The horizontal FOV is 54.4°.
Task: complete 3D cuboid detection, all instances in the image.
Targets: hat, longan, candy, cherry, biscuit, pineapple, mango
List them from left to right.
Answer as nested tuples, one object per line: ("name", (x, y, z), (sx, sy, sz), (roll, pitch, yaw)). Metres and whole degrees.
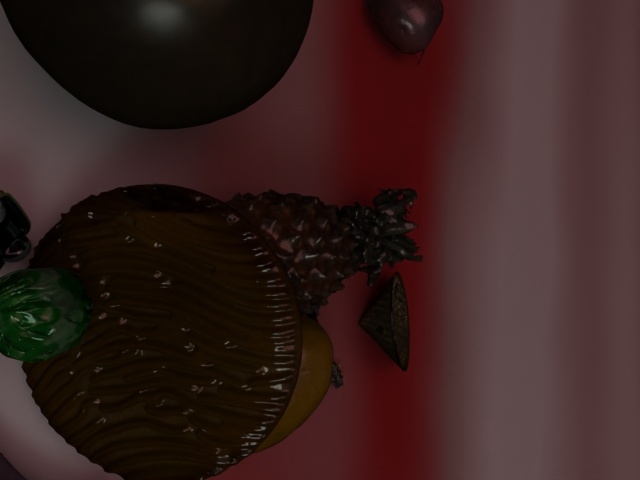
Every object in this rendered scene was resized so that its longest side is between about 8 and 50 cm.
("candy", (-0.337, 0.088, 0.505), (0.323, 0.097, 0.097), (-15, 93, -50))
("biscuit", (-0.174, 0.099, 0.644), (0.040, 0.318, 0.318), (-20, 97, -76))
("longan", (-0.159, -0.297, 0.650), (0.361, 0.361, 0.361), (4, 82, -32))
("mango", (-0.064, 0.181, 0.793), (0.195, 0.098, 0.137), (-44, 110, -21))
("pineapple", (0.000, 0.000, 0.793), (0.361, 0.175, 0.175), (-21, 96, -37))
("hat", (0.088, 0.122, 0.919), (0.146, 0.067, 0.146), (-6, 90, -74))
("cherry", (0.139, -0.351, 0.984), (0.126, 0.087, 0.106), (13, 74, -33))

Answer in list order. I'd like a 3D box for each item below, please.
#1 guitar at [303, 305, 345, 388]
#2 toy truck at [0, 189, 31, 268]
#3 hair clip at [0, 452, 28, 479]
("guitar", (-0.011, 0.099, 0.874), (0.088, 0.025, 0.233), (-23, 97, -29))
("toy truck", (-0.385, 0.026, 0.605), (0.116, 0.085, 0.191), (22, 65, 8))
("hair clip", (-0.348, 0.240, 0.615), (0.110, 0.095, 0.358), (-46, 106, -10))
